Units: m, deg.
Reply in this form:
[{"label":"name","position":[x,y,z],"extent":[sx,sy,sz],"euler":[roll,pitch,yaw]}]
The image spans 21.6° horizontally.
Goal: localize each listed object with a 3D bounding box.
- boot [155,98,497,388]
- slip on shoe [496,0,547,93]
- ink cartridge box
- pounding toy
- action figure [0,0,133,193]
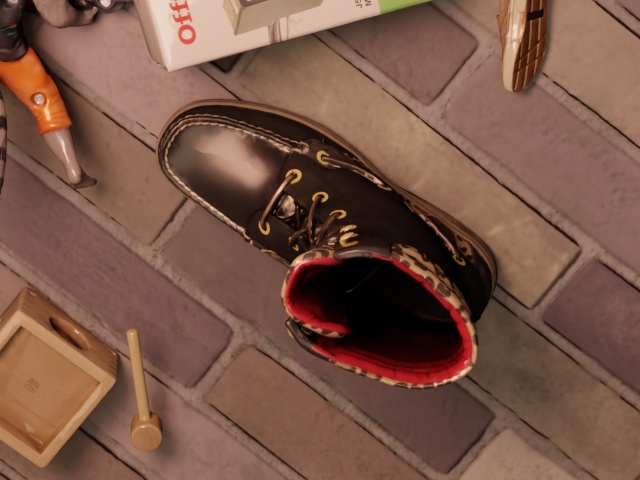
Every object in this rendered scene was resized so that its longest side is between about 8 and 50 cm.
[{"label":"boot","position":[0.000,0.000,1.599],"extent":[0.377,0.284,0.138],"euler":[31,105,-4]},{"label":"slip on shoe","position":[0.194,-0.214,1.654],"extent":[0.041,0.051,0.135],"euler":[24,120,40]},{"label":"ink cartridge box","position":[-0.049,-0.289,1.582],"extent":[0.272,0.115,0.198],"euler":[-17,103,-8]},{"label":"pounding toy","position":[-0.253,0.145,1.768],"extent":[0.206,0.094,0.181],"euler":[38,100,-14]},{"label":"action figure","position":[-0.278,-0.208,1.626],"extent":[0.341,0.178,0.330],"euler":[0,103,1]}]
